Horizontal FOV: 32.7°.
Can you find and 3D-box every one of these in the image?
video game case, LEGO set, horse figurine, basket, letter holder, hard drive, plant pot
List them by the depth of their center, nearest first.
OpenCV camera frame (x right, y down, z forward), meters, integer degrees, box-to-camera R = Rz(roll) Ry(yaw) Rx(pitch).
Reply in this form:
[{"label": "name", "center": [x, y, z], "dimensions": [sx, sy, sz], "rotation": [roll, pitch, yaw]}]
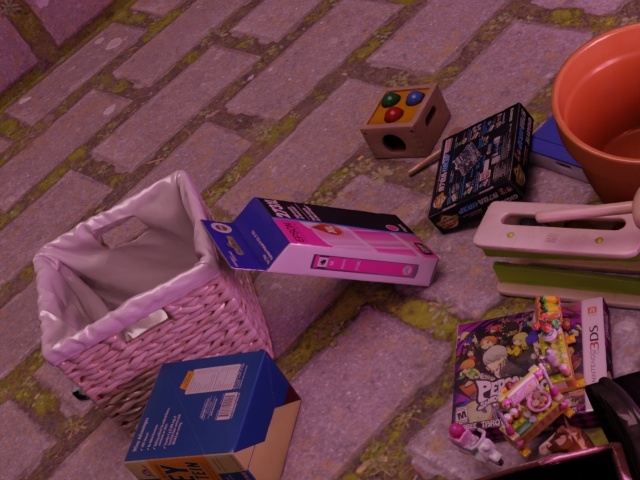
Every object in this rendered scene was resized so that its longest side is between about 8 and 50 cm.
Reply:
[{"label": "letter holder", "center": [0.182, 0.344, 1.221], "dimensions": [0.302, 0.214, 0.152], "rotation": [-39, 59, 54]}, {"label": "horse figurine", "center": [0.336, 0.356, 1.358], "dimensions": [0.174, 0.066, 0.263], "rotation": [-43, 35, -6]}, {"label": "LEGO set", "center": [0.286, 0.174, 1.498], "dimensions": [0.132, 0.107, 0.287], "rotation": [11, 56, 41]}, {"label": "video game case", "center": [0.308, 0.190, 1.591], "dimensions": [0.232, 0.042, 0.210], "rotation": [-13, 40, 23]}, {"label": "plant pot", "center": [0.515, -0.166, 1.692], "dimensions": [0.290, 0.203, 0.291], "rotation": [-10, 50, 12]}, {"label": "hard drive", "center": [0.532, -0.230, 1.926], "dimensions": [0.318, 0.040, 0.210], "rotation": [-43, 37, -15]}, {"label": "basket", "center": [-0.296, 0.109, 1.933], "dimensions": [0.328, 0.266, 0.331], "rotation": [-29, 37, 3]}]

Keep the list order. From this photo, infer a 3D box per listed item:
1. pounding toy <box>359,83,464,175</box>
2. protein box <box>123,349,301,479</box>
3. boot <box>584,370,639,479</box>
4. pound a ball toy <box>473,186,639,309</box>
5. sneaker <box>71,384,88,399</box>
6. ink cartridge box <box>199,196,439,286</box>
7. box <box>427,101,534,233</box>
[{"label": "pounding toy", "center": [0.186, -0.219, 2.117], "dimensions": [0.206, 0.094, 0.181], "rotation": [1, 47, 37]}, {"label": "protein box", "center": [-0.166, 0.300, 1.724], "dimensions": [0.201, 0.136, 0.200], "rotation": [-10, 41, 26]}, {"label": "boot", "center": [0.457, 0.175, 1.296], "dimensions": [0.260, 0.348, 0.131], "rotation": [-27, 81, 10]}, {"label": "pound a ball toy", "center": [0.393, -0.020, 1.637], "dimensions": [0.319, 0.208, 0.136], "rotation": [3, 48, 39]}, {"label": "sneaker", "center": [-0.415, 0.258, 2.036], "dimensions": [0.098, 0.038, 0.069], "rotation": [-9, 42, 27]}, {"label": "ink cartridge box", "center": [0.000, 0.000, 1.823], "dimensions": [0.370, 0.069, 0.176], "rotation": [4, 25, -27]}, {"label": "box", "center": [0.287, -0.131, 1.942], "dimensions": [0.175, 0.051, 0.220], "rotation": [-26, 33, 35]}]
